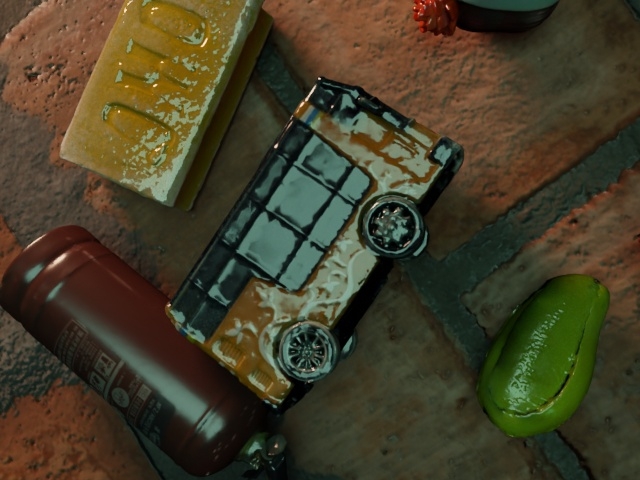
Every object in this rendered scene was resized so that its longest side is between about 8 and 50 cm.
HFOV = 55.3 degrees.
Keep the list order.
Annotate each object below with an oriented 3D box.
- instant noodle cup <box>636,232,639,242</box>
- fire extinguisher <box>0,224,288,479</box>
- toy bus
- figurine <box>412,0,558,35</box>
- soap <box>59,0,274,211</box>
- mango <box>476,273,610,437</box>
[{"bbox_3d":[0.353,0.025,0.521,0.127,0.127,0.136,-34,74,6],"label":"instant noodle cup"},{"bbox_3d":[-0.155,0.132,0.606,0.337,0.135,0.114,37,52,11],"label":"fire extinguisher"},{"bbox_3d":[0.000,0.000,0.570,0.167,0.138,0.275,36,95,12],"label":"toy bus"},{"bbox_3d":[0.164,-0.312,0.579,0.138,0.110,0.245,2,84,20],"label":"figurine"},{"bbox_3d":[-0.158,-0.162,0.638,0.140,0.073,0.232,24,90,6],"label":"soap"},{"bbox_3d":[0.207,0.104,0.561,0.091,0.074,0.165,35,80,16],"label":"mango"}]
